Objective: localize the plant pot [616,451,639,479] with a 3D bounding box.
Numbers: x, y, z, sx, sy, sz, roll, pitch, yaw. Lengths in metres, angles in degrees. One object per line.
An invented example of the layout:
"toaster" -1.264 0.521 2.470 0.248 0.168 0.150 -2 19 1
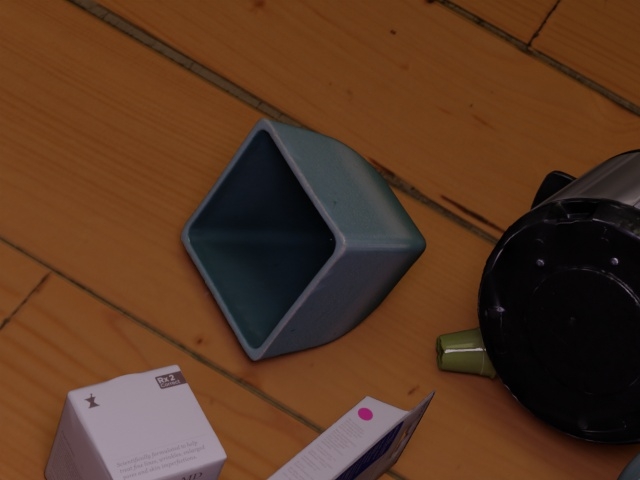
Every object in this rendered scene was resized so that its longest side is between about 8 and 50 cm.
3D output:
"plant pot" 0.514 0.371 2.093 0.293 0.293 0.196 20 19 -3

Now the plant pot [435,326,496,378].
"plant pot" 0.212 0.163 2.283 0.079 0.083 0.083 -2 49 -8

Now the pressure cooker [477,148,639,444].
"pressure cooker" 0.472 0.063 2.248 0.420 0.375 0.370 -31 103 -51

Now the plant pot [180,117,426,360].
"plant pot" 0.000 0.000 2.236 0.252 0.248 0.247 1 47 -45

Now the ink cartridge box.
"ink cartridge box" -0.006 0.315 1.978 0.069 0.176 0.371 42 48 18

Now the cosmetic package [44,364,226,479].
"cosmetic package" -0.231 0.276 1.917 0.151 0.184 0.151 -13 55 -31
